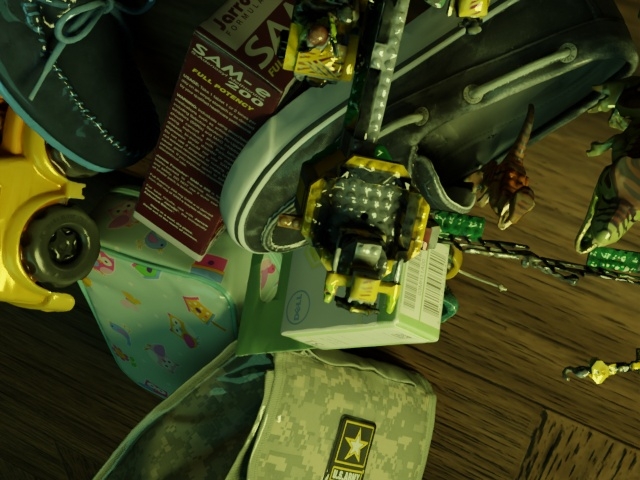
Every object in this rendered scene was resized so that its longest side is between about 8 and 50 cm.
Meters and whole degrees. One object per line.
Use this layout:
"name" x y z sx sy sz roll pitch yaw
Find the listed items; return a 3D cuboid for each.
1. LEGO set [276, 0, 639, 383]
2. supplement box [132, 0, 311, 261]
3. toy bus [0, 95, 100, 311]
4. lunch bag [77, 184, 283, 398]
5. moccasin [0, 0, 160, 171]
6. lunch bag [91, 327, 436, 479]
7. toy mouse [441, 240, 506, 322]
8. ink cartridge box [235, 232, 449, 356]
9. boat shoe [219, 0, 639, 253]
"LEGO set" 0.142 -0.051 0.429 0.331 0.192 0.254 18 102 -9
"supplement box" -0.059 -0.098 0.727 0.073 0.130 0.239 35 146 1
"toy bus" -0.314 -0.054 0.854 0.149 0.220 0.211 10 -179 44
"lunch bag" -0.142 0.069 1.011 0.224 0.108 0.279 19 142 23
"moccasin" -0.214 -0.202 0.727 0.117 0.137 0.342 -17 122 25
"lunch bag" -0.040 0.218 0.924 0.235 0.169 0.287 22 115 -43
"toy mouse" 0.071 0.026 0.850 0.161 0.031 0.143 32 145 5
"ink cartridge box" 0.000 0.000 0.760 0.056 0.171 0.235 24 156 -40
"boat shoe" 0.058 -0.056 0.610 0.301 0.102 0.108 -33 151 26
